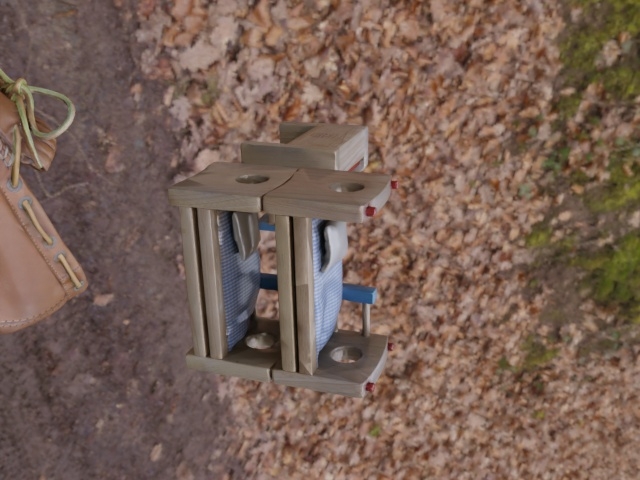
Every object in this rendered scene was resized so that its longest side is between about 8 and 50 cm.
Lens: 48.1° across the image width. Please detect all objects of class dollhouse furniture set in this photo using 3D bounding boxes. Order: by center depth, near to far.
[{"bbox_3d":[0.000,0.000,0.514,0.183,0.129,0.129,-47,140,-60],"label":"dollhouse furniture set"}]

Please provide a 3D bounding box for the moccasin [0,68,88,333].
[{"bbox_3d":[-0.304,-0.085,0.659,0.147,0.139,0.379,-27,124,-26],"label":"moccasin"}]
